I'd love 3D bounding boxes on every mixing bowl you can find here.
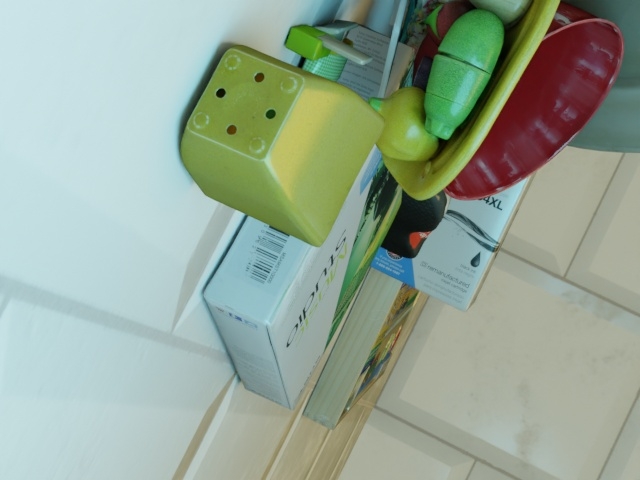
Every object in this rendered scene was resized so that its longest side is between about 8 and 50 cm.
[{"bbox_3d":[0.138,-0.130,0.949,0.181,0.098,0.181,-30,152,-18],"label":"mixing bowl"}]

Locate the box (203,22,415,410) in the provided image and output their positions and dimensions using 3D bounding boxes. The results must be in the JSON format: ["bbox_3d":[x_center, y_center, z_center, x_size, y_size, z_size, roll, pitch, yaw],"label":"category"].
[{"bbox_3d":[0.000,0.000,0.976,0.232,0.058,0.322,-62,171,-15],"label":"box"}]

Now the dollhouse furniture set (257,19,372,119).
[{"bbox_3d":[0.005,-0.091,0.753,0.076,0.058,0.151,-67,170,20],"label":"dollhouse furniture set"}]

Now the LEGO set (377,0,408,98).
[{"bbox_3d":[0.053,-0.231,0.749,0.244,0.060,0.182,101,4,-61],"label":"LEGO set"}]

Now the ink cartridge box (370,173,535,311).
[{"bbox_3d":[0.167,-0.035,1.521,0.203,0.148,0.086,-67,168,12],"label":"ink cartridge box"}]

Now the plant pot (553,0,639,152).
[{"bbox_3d":[0.305,-0.270,1.056,0.323,0.323,0.280,-51,135,-53],"label":"plant pot"}]

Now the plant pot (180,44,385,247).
[{"bbox_3d":[-0.027,-0.057,0.626,0.081,0.081,0.083,-63,159,-6],"label":"plant pot"}]

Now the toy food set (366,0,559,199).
[{"bbox_3d":[0.087,-0.136,0.754,0.218,0.071,0.128,-61,-166,6],"label":"toy food set"}]

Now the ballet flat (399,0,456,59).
[{"bbox_3d":[0.116,-0.212,0.983,0.241,0.077,0.091,103,13,-55],"label":"ballet flat"}]

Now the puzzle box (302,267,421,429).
[{"bbox_3d":[0.095,0.115,1.831,0.272,0.052,0.409,-66,170,11],"label":"puzzle box"}]

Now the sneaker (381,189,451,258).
[{"bbox_3d":[0.108,-0.078,1.276,0.145,0.090,0.270,-63,174,-11],"label":"sneaker"}]
